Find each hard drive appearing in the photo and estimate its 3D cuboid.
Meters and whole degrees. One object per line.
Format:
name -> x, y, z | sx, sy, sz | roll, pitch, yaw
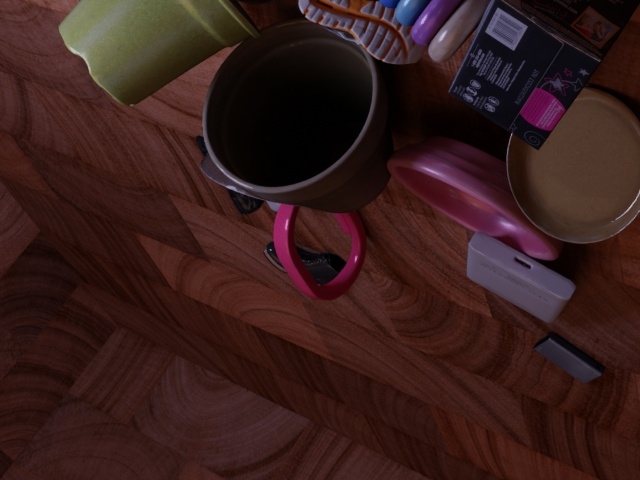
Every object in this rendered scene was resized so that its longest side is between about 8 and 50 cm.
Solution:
hard drive -> 0.531, 0.252, 2.338 | 0.135, 0.022, 0.094 | 35, 158, 2
hard drive -> 0.375, 0.076, 2.076 | 0.203, 0.040, 0.307 | 30, 173, 12

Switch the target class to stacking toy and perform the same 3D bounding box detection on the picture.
stacking toy -> 0.092, -0.404, 1.532 | 0.330, 0.141, 0.141 | 40, 158, 0

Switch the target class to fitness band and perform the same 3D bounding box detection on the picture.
fitness band -> 0.000, 0.000, 2.340 | 0.054, 0.209, 0.291 | 17, 151, 40

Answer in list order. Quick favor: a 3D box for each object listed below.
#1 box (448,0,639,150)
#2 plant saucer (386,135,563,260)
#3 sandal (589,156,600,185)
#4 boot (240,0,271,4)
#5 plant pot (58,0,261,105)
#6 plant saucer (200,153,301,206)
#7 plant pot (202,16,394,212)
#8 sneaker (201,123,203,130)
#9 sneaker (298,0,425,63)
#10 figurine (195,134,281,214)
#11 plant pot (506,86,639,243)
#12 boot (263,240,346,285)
box -> 0.299, -0.268, 1.480 | 0.163, 0.142, 0.247 | 34, 156, 6
plant saucer -> 0.274, -0.081, 1.867 | 0.332, 0.084, 0.332 | 31, 175, 3
sandal -> 0.428, -0.112, 1.686 | 0.240, 0.079, 0.088 | 17, 152, 37
boot -> -0.115, -0.421, 1.743 | 0.197, 0.152, 0.073 | -1, 98, 42
plant pot -> -0.282, -0.368, 1.810 | 0.276, 0.254, 0.276 | 51, -173, -8
plant saucer -> -0.083, -0.142, 2.176 | 0.310, 0.310, 0.050 | 24, 112, 26
plant pot -> -0.001, -0.182, 1.915 | 0.323, 0.323, 0.280 | 22, 170, 30
sneaker -> -0.127, -0.270, 2.170 | 0.121, 0.099, 0.262 | 17, 160, -31
sneaker -> 0.070, -0.348, 1.744 | 0.215, 0.084, 0.083 | 29, -174, 1
figurine -> -0.164, -0.162, 2.422 | 0.215, 0.092, 0.209 | -2, 133, 54
plant pot -> 0.392, -0.114, 1.642 | 0.236, 0.032, 0.236 | 9, 104, 37
boot -> -0.030, 0.041, 2.662 | 0.198, 0.077, 0.137 | 25, 155, -10
